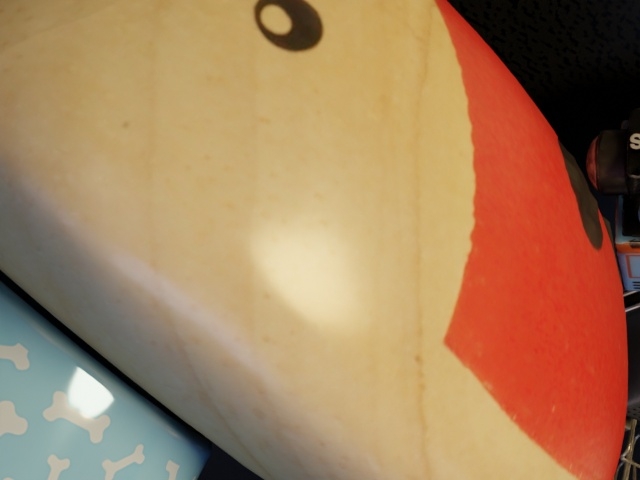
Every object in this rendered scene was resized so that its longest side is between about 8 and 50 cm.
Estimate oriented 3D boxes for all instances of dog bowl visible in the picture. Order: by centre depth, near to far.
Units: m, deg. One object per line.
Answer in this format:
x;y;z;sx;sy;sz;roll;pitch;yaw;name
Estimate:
-0.124;0.047;0.610;0.166;0.074;0.297;41;176;-13;dog bowl

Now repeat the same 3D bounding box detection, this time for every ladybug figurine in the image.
0.000;0.000;0.645;0.305;0.162;0.449;38;175;26;ladybug figurine

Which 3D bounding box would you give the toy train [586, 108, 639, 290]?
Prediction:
0.208;-0.023;0.688;0.184;0.080;0.105;0;155;16;toy train

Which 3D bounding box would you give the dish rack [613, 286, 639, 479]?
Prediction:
0.220;0.132;0.934;0.271;0.074;0.208;27;147;-25;dish rack
